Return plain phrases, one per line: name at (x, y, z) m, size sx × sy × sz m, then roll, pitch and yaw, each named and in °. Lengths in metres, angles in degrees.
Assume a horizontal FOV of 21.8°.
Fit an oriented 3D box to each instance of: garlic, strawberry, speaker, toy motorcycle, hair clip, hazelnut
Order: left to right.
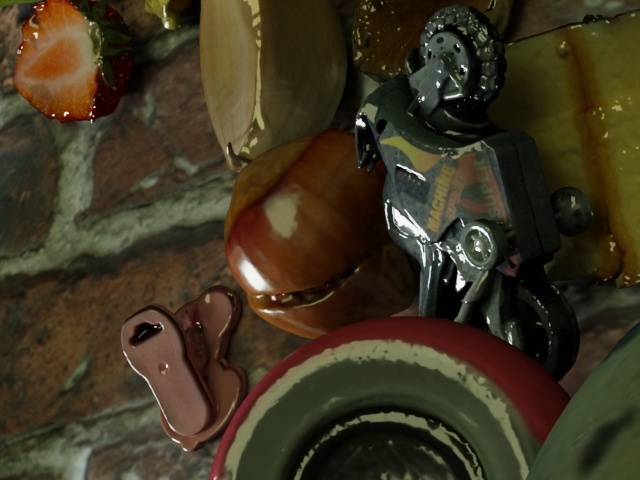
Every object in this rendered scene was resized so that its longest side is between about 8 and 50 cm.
strawberry at (-0.263, -0.190, 1.787) m, size 0.187 × 0.082 × 0.147 m, roll -14°, pitch 81°, yaw 43°
hair clip at (-0.119, 0.119, 1.553) m, size 0.123 × 0.102 × 0.138 m, roll -35°, pitch 84°, yaw 25°
garlic at (-0.055, -0.162, 1.542) m, size 0.145 × 0.164 × 0.245 m, roll -11°, pitch 68°, yaw 17°
hazelnut at (0.000, 0.000, 1.426) m, size 0.182 × 0.182 × 0.182 m, roll -18°, pitch 59°, yaw 33°
speaker at (0.062, 0.208, 1.192) m, size 0.294 × 0.294 × 0.294 m, roll -18°, pitch 59°, yaw 33°
toy motorcycle at (0.110, -0.027, 1.300) m, size 0.173 × 0.108 × 0.307 m, roll -5°, pitch 100°, yaw 50°

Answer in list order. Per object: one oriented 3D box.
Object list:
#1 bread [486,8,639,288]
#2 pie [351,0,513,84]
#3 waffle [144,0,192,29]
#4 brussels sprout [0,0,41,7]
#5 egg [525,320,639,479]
bread at (0.214, -0.064, 1.282) m, size 0.240 × 0.135 × 0.178 m, roll -10°, pitch 62°, yaw 39°
pie at (0.108, -0.228, 1.515) m, size 0.195 × 0.046 × 0.195 m, roll -17°, pitch 59°, yaw 32°
waffle at (-0.133, -0.370, 1.710) m, size 0.281 × 0.058 × 0.301 m, roll 123°, pitch 155°, yaw -49°
brussels sprout at (-0.347, -0.412, 1.824) m, size 0.371 × 0.315 × 0.276 m, roll -35°, pitch 13°, yaw -21°
egg at (0.274, 0.206, 0.961) m, size 0.345 × 0.345 × 0.428 m, roll -10°, pitch 59°, yaw 37°
